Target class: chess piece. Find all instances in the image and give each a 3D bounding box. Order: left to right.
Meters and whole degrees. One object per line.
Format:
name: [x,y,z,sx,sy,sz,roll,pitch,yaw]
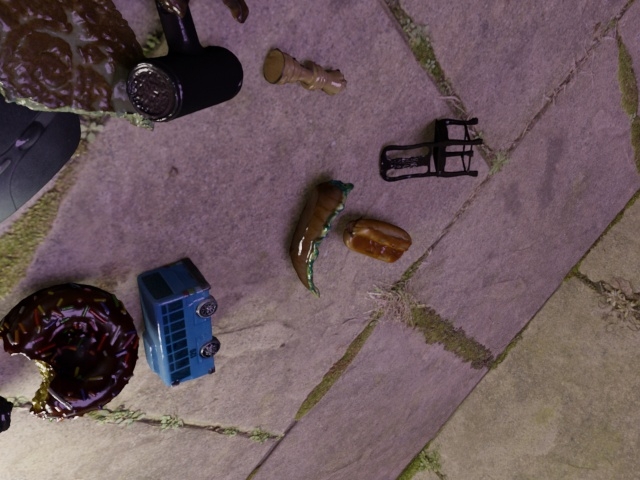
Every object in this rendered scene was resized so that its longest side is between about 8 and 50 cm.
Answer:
chess piece: [-0.019,-0.296,1.007,0.172,0.060,0.060,-2,122,-44]

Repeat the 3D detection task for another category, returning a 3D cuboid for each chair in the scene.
chair: [0.253,-0.210,1.307,0.229,0.113,0.106,-1,131,4]

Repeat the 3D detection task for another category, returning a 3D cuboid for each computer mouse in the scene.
computer mouse: [-0.429,-0.121,0.751,0.379,0.090,0.167,-47,142,-6]

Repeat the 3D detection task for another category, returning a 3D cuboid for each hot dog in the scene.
hot dog: [0.137,-0.005,1.362,0.249,0.076,0.102,15,122,-49]

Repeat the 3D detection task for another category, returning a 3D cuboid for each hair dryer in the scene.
hair dryer: [-0.206,-0.302,0.781,0.197,0.089,0.251,-52,134,-59]

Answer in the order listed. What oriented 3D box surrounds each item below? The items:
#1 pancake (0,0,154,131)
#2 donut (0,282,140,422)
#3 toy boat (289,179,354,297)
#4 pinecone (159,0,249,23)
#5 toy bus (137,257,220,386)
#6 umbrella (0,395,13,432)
pancake: [-0.346,-0.253,0.710,0.376,0.054,0.197,45,62,-41]
donut: [-0.403,0.183,0.934,0.216,0.096,0.230,-11,89,-35]
toy boat: [-0.011,0.001,1.215,0.099,0.108,0.292,9,118,-15]
pinecone: [-0.097,-0.419,0.605,0.384,0.384,0.384,-24,134,-27]
toy bus: [-0.279,0.167,1.097,0.134,0.116,0.234,-19,130,-30]
umbrella: [-0.664,0.297,0.877,0.090,0.094,0.326,-20,163,42]
